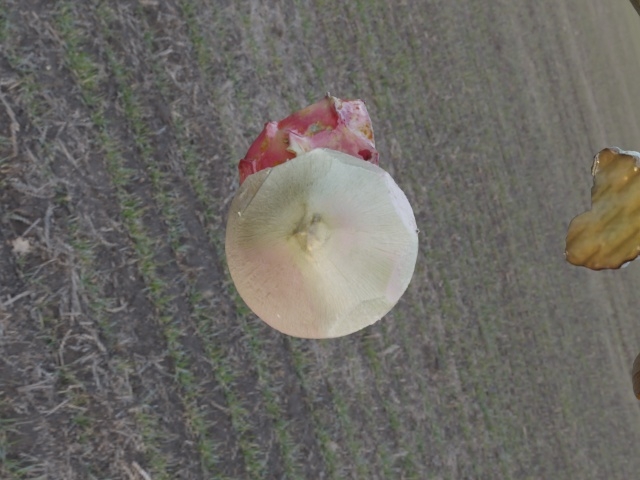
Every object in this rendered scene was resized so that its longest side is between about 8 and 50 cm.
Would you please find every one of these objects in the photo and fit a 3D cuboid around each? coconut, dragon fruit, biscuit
[{"bbox_3d":[0.000,0.000,0.554,0.183,0.171,0.170,54,28,-75],"label":"coconut"},{"bbox_3d":[-0.025,-0.041,0.817,0.126,0.161,0.273,-106,-157,-60],"label":"dragon fruit"},{"bbox_3d":[0.419,-0.033,0.910,0.061,0.118,0.182,-18,130,-48],"label":"biscuit"}]

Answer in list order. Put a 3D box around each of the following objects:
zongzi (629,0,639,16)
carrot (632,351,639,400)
[{"bbox_3d":[0.136,-0.205,0.355,0.189,0.081,0.178,47,-11,32],"label":"zongzi"},{"bbox_3d":[0.353,0.142,0.692,0.216,0.048,0.048,-1,78,-56],"label":"carrot"}]
